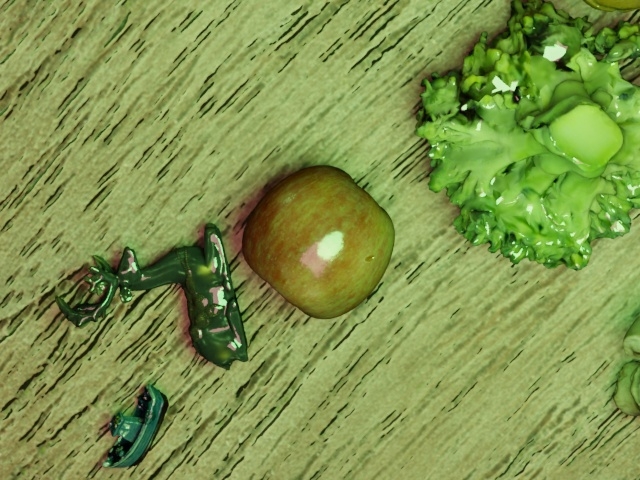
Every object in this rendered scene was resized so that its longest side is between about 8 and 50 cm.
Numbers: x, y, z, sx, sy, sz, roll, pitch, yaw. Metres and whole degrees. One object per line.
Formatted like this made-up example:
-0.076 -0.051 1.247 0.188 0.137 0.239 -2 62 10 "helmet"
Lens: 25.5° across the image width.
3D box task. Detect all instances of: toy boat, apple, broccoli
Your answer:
-0.260 0.260 1.951 0.061 0.060 0.137 19 112 -26 "toy boat"
0.000 0.000 1.818 0.188 0.188 0.174 43 91 -11 "apple"
0.300 -0.138 1.771 0.324 0.272 0.334 -38 98 -31 "broccoli"

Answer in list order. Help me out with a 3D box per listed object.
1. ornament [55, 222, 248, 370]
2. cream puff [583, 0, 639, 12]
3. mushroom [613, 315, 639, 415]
-0.227 0.096 1.899 0.236 0.080 0.202 -12 103 0 "ornament"
0.372 -0.351 1.764 0.144 0.103 0.126 28 117 -8 "cream puff"
0.514 0.185 1.893 0.189 0.195 0.253 -28 100 -27 "mushroom"
